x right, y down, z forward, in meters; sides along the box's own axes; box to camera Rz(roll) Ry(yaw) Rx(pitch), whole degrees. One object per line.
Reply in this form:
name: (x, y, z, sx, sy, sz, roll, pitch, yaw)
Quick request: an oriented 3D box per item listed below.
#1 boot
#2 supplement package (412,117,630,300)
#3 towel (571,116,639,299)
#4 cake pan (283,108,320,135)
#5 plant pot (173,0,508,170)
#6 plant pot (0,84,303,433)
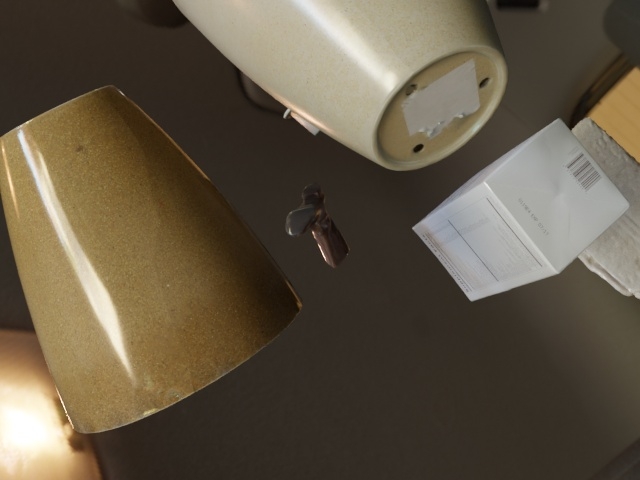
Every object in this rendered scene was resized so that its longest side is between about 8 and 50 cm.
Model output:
boot: (0.000, 0.000, 1.117, 0.114, 0.037, 0.106, 67, -149, -31)
supplement package: (0.241, -0.029, 1.109, 0.139, 0.134, 0.244, 51, 162, 0)
towel: (0.479, -0.051, 1.449, 0.282, 0.187, 0.049, 45, 168, 6)
cake pan: (0.077, -0.249, 1.281, 0.054, 0.293, 0.293, 53, -156, -3)
plant pot: (0.031, -0.199, 0.753, 0.256, 0.256, 0.274, 11, -142, -48)
plant pot: (-0.176, -0.001, 0.795, 0.254, 0.237, 0.237, 64, -158, -9)
